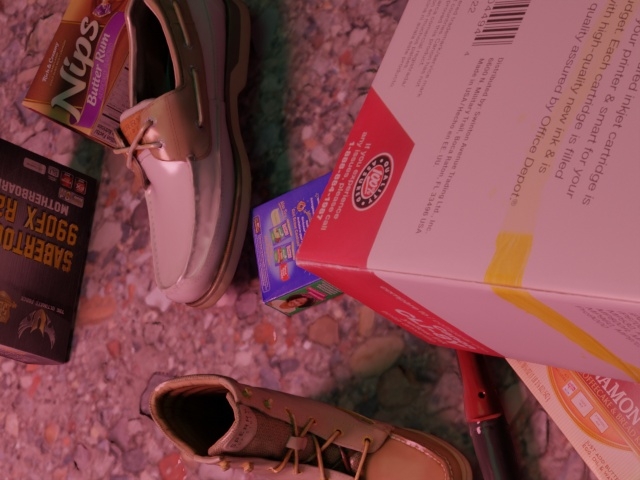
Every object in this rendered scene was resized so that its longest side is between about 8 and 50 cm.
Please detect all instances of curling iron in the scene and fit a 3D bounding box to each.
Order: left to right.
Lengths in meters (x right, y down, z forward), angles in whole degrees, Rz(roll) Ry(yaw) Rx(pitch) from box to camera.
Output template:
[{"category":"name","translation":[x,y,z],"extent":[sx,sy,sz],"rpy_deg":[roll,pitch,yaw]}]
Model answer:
[{"category":"curling iron","translation":[0.132,0.122,1.187],"extent":[0.068,0.035,0.274],"rpy_deg":[-19,63,30]}]

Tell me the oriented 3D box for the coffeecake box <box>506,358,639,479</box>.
[{"category":"coffeecake box","translation":[0.243,0.073,1.104],"extent":[0.185,0.068,0.142],"rpy_deg":[-46,52,13]}]

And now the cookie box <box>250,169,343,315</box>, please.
[{"category":"cookie box","translation":[0.000,0.000,1.321],"extent":[0.107,0.040,0.091],"rpy_deg":[-24,60,28]}]

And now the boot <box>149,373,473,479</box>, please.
[{"category":"boot","translation":[-0.009,0.155,1.192],"extent":[0.213,0.165,0.077],"rpy_deg":[13,83,39]}]

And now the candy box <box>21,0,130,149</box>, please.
[{"category":"candy box","translation":[-0.198,-0.189,1.524],"extent":[0.109,0.053,0.186],"rpy_deg":[25,88,38]}]

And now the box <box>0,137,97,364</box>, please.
[{"category":"box","translation":[-0.311,-0.002,1.422],"extent":[0.056,0.231,0.183],"rpy_deg":[-4,71,38]}]

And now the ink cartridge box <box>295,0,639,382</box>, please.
[{"category":"ink cartridge box","translation":[0.200,-0.059,1.032],"extent":[0.385,0.160,0.279],"rpy_deg":[7,68,53]}]

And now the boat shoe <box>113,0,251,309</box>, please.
[{"category":"boat shoe","translation":[-0.128,-0.088,1.389],"extent":[0.113,0.103,0.302],"rpy_deg":[-30,53,45]}]
